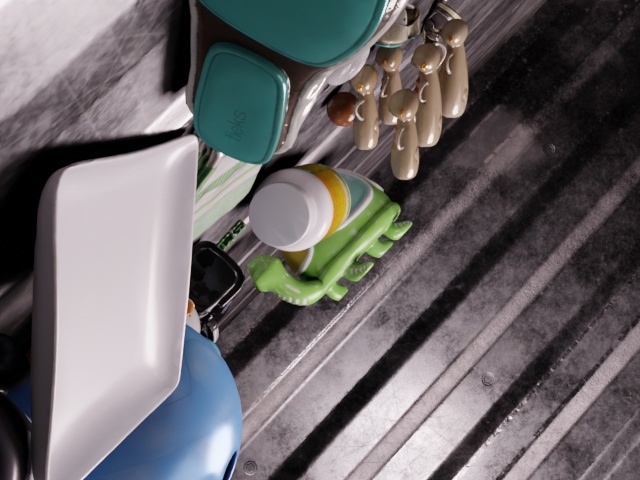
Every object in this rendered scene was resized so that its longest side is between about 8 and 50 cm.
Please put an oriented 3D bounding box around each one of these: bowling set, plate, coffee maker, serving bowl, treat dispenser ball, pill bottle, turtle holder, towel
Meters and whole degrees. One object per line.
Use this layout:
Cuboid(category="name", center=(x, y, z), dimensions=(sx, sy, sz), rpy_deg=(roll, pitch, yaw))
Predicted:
Cuboid(category="bowling set", center=(0.092, -0.221, 1.263), dimensions=(0.287, 0.200, 0.154), rpy_deg=(-54, 147, -51))
Cuboid(category="plate", center=(-0.186, 0.050, 0.775), dimensions=(0.277, 0.045, 0.278), rpy_deg=(-42, 140, -71))
Cuboid(category="coffee maker", center=(-0.194, 0.072, 1.421), dimensions=(0.178, 0.120, 0.171), rpy_deg=(129, -17, -62))
Cuboid(category="serving bowl", center=(0.040, -0.241, 1.177), dimensions=(0.083, 0.027, 0.083), rpy_deg=(-46, 175, -5))
Cuboid(category="treat dispenser ball", center=(-0.238, 0.223, 1.030), dimensions=(0.288, 0.288, 0.288), rpy_deg=(-46, 176, -4))
Cuboid(category="pill bottle", center=(-0.037, -0.056, 1.448), dimensions=(0.136, 0.136, 0.246), rpy_deg=(-47, 176, 15))
Cuboid(category="turtle holder", center=(0.005, -0.004, 1.781), dimensions=(0.320, 0.227, 0.243), rpy_deg=(-46, 177, 2))
Cuboid(category="towel", center=(-0.110, -0.089, 1.064), dimensions=(0.248, 0.038, 0.325), rpy_deg=(-44, 176, -38))

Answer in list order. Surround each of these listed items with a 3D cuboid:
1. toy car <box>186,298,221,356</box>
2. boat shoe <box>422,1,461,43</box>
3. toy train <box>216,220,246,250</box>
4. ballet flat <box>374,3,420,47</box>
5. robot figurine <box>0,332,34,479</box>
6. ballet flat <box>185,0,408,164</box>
Cuboid(category="toy car", center=(-0.254, 0.147, 1.249), dimensions=(0.219, 0.210, 0.238), rpy_deg=(-65, 165, -59))
Cuboid(category="boat shoe", center=(0.205, -0.364, 1.481), dimensions=(0.049, 0.056, 0.152), rpy_deg=(-52, 176, 1))
Cuboid(category="toy train", center=(-0.163, -0.003, 1.537), dimensions=(0.083, 0.017, 0.023), rpy_deg=(-47, -173, 7))
Cuboid(category="ballet flat", center=(0.100, -0.298, 1.176), dimensions=(0.168, 0.057, 0.052), rpy_deg=(-47, 151, -65))
Cuboid(category="robot figurine", center=(-0.317, 0.194, 0.700), dimensions=(0.209, 0.173, 0.278), rpy_deg=(-23, 170, -15))
Cuboid(category="ballet flat", center=(-0.023, -0.176, 0.616), dimensions=(0.139, 0.139, 0.400), rpy_deg=(-45, 180, -19))
